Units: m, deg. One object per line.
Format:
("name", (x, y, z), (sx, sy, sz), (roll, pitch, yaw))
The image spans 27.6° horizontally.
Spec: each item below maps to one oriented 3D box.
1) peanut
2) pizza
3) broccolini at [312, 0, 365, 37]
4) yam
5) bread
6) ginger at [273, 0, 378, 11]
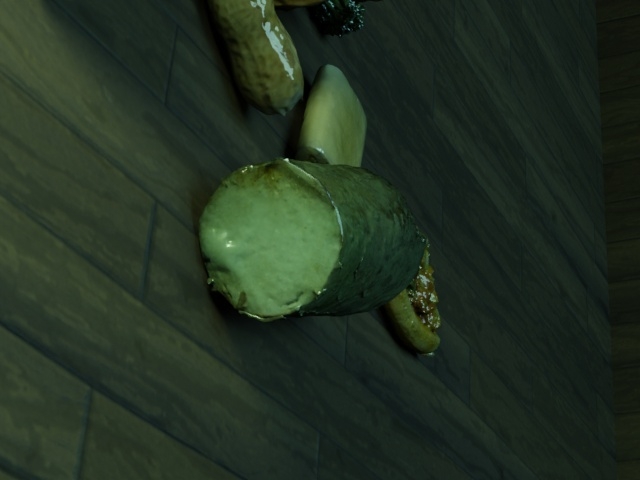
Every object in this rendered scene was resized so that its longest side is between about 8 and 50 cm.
("peanut", (-0.086, -0.258, 1.640), (0.214, 0.099, 0.099), (63, 29, -23))
("pizza", (0.137, 0.051, 2.036), (0.292, 0.058, 0.197), (66, 27, -27))
("broccolini", (-0.038, -0.433, 1.827), (0.392, 0.074, 0.078), (50, 55, -44))
("yam", (0.000, 0.000, 1.607), (0.300, 0.195, 0.195), (0, 81, -63))
("bread", (0.015, -0.144, 1.844), (0.178, 0.060, 0.139), (-77, 148, -42))
("ginger", (0.035, -0.418, 1.720), (0.200, 0.269, 0.223), (-148, -127, -71))
